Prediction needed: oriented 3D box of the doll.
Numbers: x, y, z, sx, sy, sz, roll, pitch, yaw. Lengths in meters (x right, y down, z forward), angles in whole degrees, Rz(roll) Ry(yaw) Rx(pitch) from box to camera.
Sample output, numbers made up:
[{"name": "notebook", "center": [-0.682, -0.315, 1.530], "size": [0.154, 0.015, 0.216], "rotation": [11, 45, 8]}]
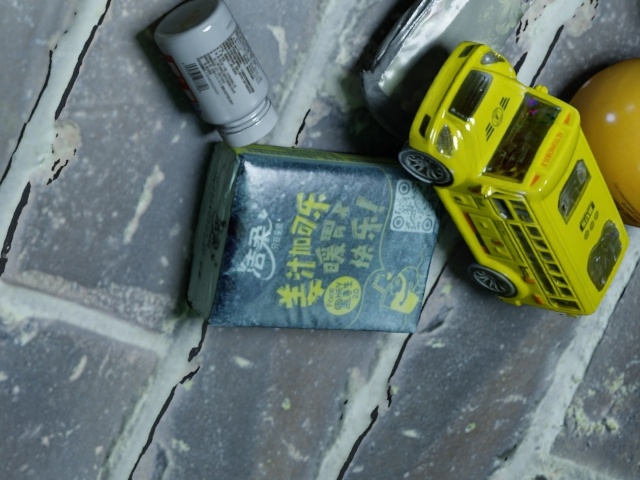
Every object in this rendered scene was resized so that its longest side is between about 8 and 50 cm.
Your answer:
[{"name": "doll", "center": [0.389, -0.131, 1.867], "size": [0.213, 0.213, 0.236], "rotation": [38, 75, -33]}]

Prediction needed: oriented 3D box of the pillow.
[{"name": "pillow", "center": [0.141, -0.221, 1.780], "size": [0.169, 0.059, 0.255], "rotation": [37, 89, -40]}]

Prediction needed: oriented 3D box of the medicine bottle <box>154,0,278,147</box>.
[{"name": "medicine bottle", "center": [-0.100, -0.165, 1.664], "size": [0.079, 0.079, 0.140], "rotation": [-36, 122, -11]}]

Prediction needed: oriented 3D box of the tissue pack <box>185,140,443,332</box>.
[{"name": "tissue pack", "center": [0.000, 0.000, 1.775], "size": [0.257, 0.081, 0.185], "rotation": [4, 104, -29]}]

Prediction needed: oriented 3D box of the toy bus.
[{"name": "toy bus", "center": [0.212, -0.057, 1.765], "size": [0.144, 0.152, 0.330], "rotation": [-59, 143, -20]}]
